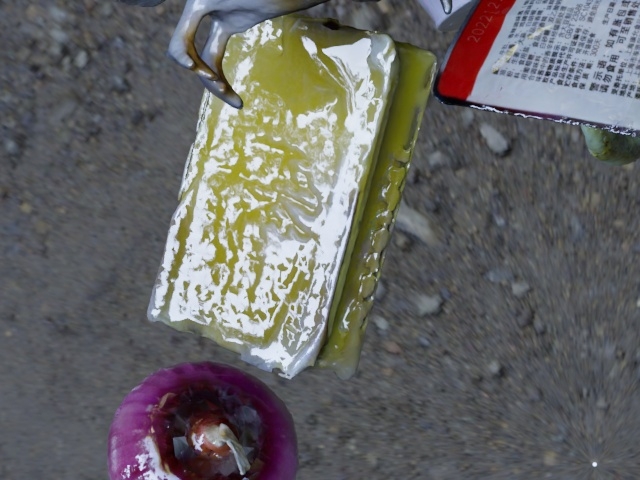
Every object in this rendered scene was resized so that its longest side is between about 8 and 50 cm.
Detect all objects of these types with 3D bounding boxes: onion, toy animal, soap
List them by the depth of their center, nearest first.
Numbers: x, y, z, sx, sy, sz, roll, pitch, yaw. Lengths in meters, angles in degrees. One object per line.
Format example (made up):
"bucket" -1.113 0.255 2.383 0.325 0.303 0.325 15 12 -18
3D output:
"toy animal" -0.016 -0.147 0.804 0.160 0.272 0.197 -46 61 4
"soap" -0.020 -0.033 0.934 0.135 0.076 0.233 20 101 28
"onion" -0.107 0.194 1.295 0.177 0.153 0.177 -2 43 2

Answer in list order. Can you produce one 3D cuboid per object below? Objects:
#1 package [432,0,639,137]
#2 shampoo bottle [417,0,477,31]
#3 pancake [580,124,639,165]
"package" 0.201 -0.130 0.891 0.239 0.030 0.154 16 60 30
"shampoo bottle" 0.172 -0.368 1.435 0.273 0.273 0.266 -25 90 6
"pancake" 0.334 -0.190 1.429 0.037 0.253 0.253 26 87 38
